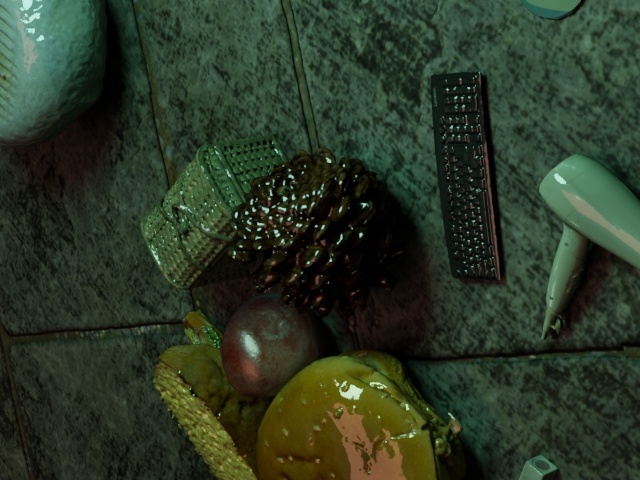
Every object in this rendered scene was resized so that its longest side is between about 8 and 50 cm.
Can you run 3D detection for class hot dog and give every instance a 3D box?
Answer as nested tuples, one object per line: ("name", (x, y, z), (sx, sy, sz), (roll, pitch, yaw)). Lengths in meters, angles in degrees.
("hot dog", (-0.169, 0.153, 2.054), (0.133, 0.041, 0.056), (37, 127, 36))

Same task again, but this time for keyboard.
("keyboard", (0.172, -0.075, 1.621), (0.087, 0.017, 0.250), (3, 104, 47))

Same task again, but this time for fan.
("fan", (0.271, -0.293, 1.454), (0.175, 0.005, 0.113), (12, 109, 48))

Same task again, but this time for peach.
("peach", (-0.069, 0.144, 1.870), (0.152, 0.152, 0.152), (17, 113, 45))

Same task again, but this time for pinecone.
("pinecone", (0.000, 0.000, 1.701), (0.221, 0.221, 0.221), (17, 113, 45))

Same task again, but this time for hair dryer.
("hair dryer", (0.304, 0.046, 1.485), (0.206, 0.075, 0.237), (44, 138, 23))

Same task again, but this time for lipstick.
("lipstick", (0.248, 0.320, 1.636), (0.030, 0.030, 0.129), (37, 126, 36))

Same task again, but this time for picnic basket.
("picnic basket", (-0.139, -0.036, 1.881), (0.196, 0.154, 0.134), (-44, 68, 45))

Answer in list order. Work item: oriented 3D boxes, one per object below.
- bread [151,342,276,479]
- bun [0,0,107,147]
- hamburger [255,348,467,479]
("bread", (-0.127, 0.248, 1.962), (0.260, 0.134, 0.129), (59, 149, -4))
("bun", (-0.456, -0.319, 2.115), (0.362, 0.211, 0.361), (14, 110, 43))
("hamburger", (0.055, 0.291, 1.746), (0.290, 0.170, 0.314), (47, 131, 21))
